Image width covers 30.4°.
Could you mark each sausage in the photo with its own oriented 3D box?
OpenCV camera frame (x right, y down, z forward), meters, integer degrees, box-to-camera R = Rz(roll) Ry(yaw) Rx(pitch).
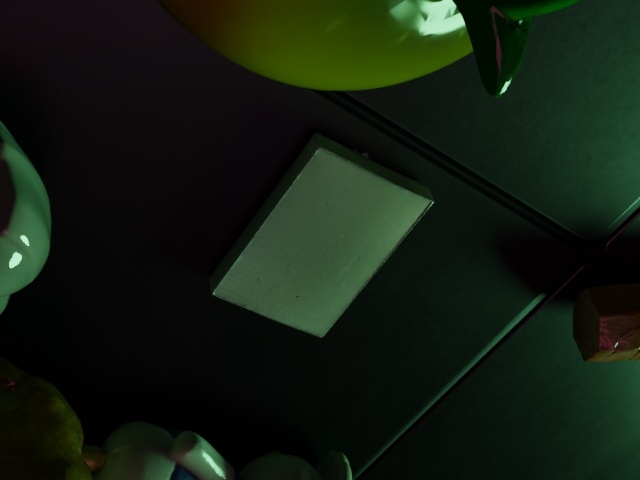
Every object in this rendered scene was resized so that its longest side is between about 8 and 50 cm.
[{"bbox_3d":[0.292,0.065,0.946,0.170,0.065,0.065,-2,127,-10],"label":"sausage"}]

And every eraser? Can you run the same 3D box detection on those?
[{"bbox_3d":[0.000,0.000,0.868,0.104,0.023,0.150,24,120,-25],"label":"eraser"}]

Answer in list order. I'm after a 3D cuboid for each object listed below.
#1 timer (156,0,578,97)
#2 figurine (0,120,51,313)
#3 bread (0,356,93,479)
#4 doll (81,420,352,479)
[{"bbox_3d":[0.036,-0.175,0.550,0.285,0.285,0.285,-5,128,-7],"label":"timer"},{"bbox_3d":[-0.283,-0.014,0.718,0.176,0.133,0.236,-42,143,24],"label":"figurine"},{"bbox_3d":[-0.280,0.175,0.835,0.340,0.179,0.194,19,134,16],"label":"bread"},{"bbox_3d":[-0.082,0.211,0.965,0.293,0.119,0.138,15,128,-14],"label":"doll"}]
